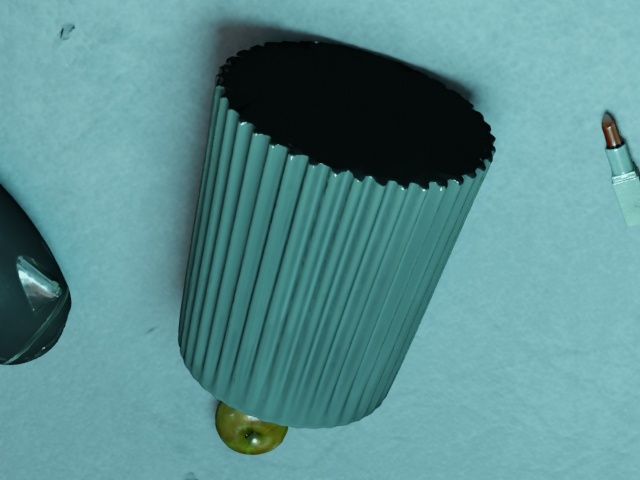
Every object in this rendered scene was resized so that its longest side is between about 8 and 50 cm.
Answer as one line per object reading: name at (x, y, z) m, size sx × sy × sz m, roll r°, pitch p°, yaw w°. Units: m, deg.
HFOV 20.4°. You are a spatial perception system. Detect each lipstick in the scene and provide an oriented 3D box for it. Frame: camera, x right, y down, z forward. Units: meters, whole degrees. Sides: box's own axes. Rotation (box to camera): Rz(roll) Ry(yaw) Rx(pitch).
lipstick at (0.328, -0.079, 1.932) m, size 0.030 × 0.030 × 0.129 m, roll -16°, pitch 111°, yaw 17°

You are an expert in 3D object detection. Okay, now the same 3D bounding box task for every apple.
apple at (-0.080, 0.212, 2.114) m, size 0.090 × 0.074 × 0.089 m, roll 3°, pitch 117°, yaw 6°

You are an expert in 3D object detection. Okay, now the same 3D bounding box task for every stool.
stool at (0.000, 0.000, 1.888) m, size 0.297 × 0.297 × 0.330 m, roll 17°, pitch 120°, yaw 1°

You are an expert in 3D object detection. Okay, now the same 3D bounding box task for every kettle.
kettle at (-0.428, 0.032, 2.042) m, size 0.290 × 0.207 × 0.268 m, roll 42°, pitch 144°, yaw -20°
